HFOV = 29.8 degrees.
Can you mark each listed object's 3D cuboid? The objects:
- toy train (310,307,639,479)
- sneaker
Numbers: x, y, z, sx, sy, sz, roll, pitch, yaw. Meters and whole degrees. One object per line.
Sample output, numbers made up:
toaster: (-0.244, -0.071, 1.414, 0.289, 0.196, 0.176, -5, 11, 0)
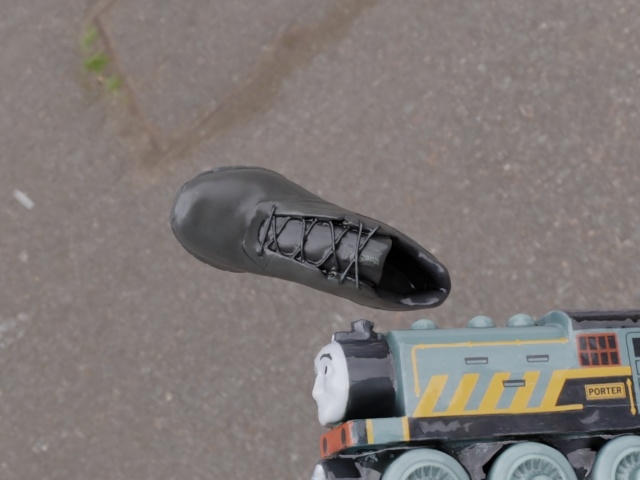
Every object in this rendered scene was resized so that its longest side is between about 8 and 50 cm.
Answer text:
toy train: (0.150, 0.154, 0.988, 0.142, 0.334, 0.190, 126, 140, -68)
sneaker: (0.000, 0.000, 1.130, 0.130, 0.286, 0.109, 15, 91, 65)
